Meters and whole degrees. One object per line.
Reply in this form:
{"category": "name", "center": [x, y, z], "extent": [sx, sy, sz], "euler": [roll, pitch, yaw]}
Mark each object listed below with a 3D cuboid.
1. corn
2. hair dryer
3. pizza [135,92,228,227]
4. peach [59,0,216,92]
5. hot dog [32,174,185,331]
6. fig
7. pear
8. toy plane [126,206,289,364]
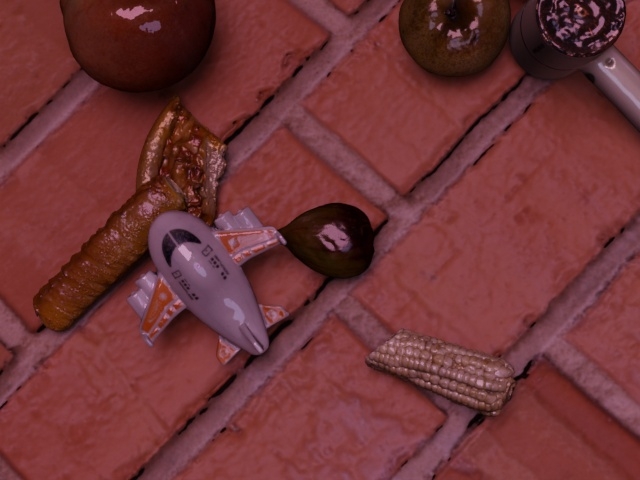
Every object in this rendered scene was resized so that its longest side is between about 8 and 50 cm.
{"category": "corn", "center": [0.167, 0.173, 1.796], "extent": [0.211, 0.087, 0.087], "euler": [22, 78, 16]}
{"category": "hair dryer", "center": [0.427, -0.218, 1.833], "extent": [0.128, 0.203, 0.362], "euler": [-44, 91, -4]}
{"category": "pizza", "center": [-0.213, -0.092, 1.950], "extent": [0.134, 0.056, 0.271], "euler": [7, 76, 20]}
{"category": "peach", "center": [-0.273, -0.343, 1.941], "extent": [0.252, 0.252, 0.252], "euler": [-3, 73, 9]}
{"category": "hot dog", "center": [-0.313, 0.019, 1.901], "extent": [0.289, 0.068, 0.083], "euler": [-45, 69, 8]}
{"category": "fig", "center": [0.000, 0.000, 1.864], "extent": [0.154, 0.103, 0.109], "euler": [-3, 51, 0]}
{"category": "pear", "center": [0.195, -0.320, 1.907], "extent": [0.167, 0.136, 0.167], "euler": [1, 93, 12]}
{"category": "toy plane", "center": [-0.154, 0.062, 1.837], "extent": [0.244, 0.117, 0.245], "euler": [0, 94, -4]}
